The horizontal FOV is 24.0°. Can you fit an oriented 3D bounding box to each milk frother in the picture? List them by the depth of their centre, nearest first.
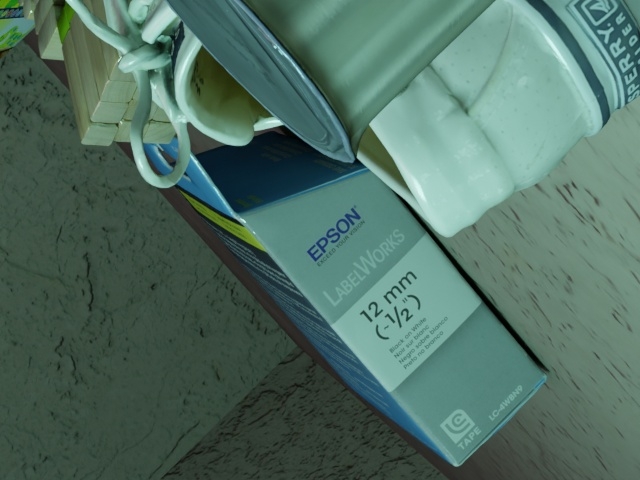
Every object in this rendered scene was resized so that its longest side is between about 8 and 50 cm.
[{"bbox_3d":[0.013,-0.102,0.411,0.129,0.135,0.143,45,173,16],"label":"milk frother"}]

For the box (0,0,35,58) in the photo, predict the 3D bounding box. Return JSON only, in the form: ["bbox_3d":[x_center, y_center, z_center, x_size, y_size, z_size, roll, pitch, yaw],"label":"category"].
[{"bbox_3d":[-0.404,-0.276,1.346,0.290,0.279,0.177,45,174,1],"label":"box"}]

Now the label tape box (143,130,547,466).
[{"bbox_3d":[0.000,0.000,1.226,0.348,0.115,0.249,51,172,-21],"label":"label tape box"}]

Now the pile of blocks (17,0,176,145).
[{"bbox_3d":[-0.144,-0.197,1.078,0.112,0.149,0.362,1,-150,-28],"label":"pile of blocks"}]

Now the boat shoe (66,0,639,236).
[{"bbox_3d":[-0.033,-0.095,0.640,0.367,0.156,0.136,39,170,45],"label":"boat shoe"}]
